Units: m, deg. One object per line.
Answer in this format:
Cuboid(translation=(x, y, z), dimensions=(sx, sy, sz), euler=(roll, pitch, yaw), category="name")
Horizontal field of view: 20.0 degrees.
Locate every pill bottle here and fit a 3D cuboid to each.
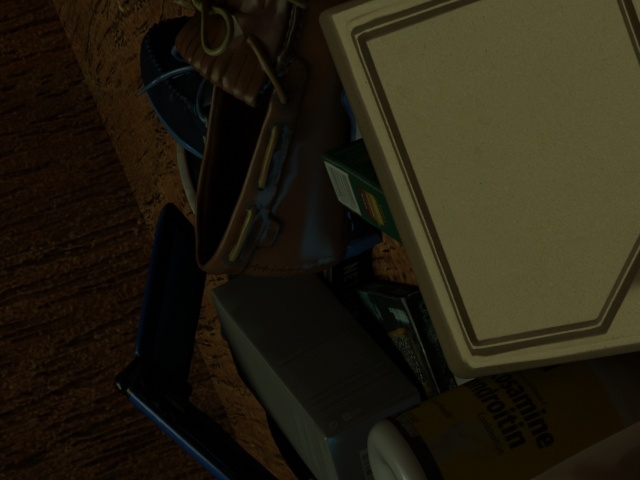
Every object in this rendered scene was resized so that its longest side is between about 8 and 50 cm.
Cuboid(translation=(0.127, 0.117, 1.024), dimensions=(0.103, 0.184, 0.103), euler=(158, 90, -79), category="pill bottle")

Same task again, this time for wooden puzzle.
Cuboid(translation=(0.119, -0.045, 0.940), dimensions=(0.238, 0.044, 0.221), euler=(-12, 101, 47), category="wooden puzzle")

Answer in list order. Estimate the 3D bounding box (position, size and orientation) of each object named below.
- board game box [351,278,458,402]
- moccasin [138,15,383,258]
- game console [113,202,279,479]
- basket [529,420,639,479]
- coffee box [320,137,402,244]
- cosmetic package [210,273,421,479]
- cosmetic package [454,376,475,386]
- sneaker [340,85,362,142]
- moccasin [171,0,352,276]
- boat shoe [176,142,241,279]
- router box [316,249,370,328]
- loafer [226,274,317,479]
Cuboid(translation=(0.081, 0.099, 1.610), dimensions=(0.186, 0.026, 0.126), euler=(-172, 61, -77), category="board game box")
Cuboid(translation=(-0.046, -0.121, 1.592), dimensions=(0.342, 0.137, 0.117), euler=(40, 150, 37), category="moccasin")
Cuboid(translation=(-0.097, 0.123, 1.836), dimensions=(0.250, 0.173, 0.293), euler=(40, 177, 9), category="game console")
Cuboid(translation=(0.190, 0.140, 0.837), dimensions=(0.113, 0.167, 0.103), euler=(61, 171, 31), category="basket")
Cuboid(translation=(0.080, -0.040, 1.130), dimensions=(0.184, 0.113, 0.040), euler=(-147, 37, -68), category="coffee box")
Cuboid(translation=(0.000, 0.129, 1.672), dimensions=(0.238, 0.107, 0.127), euler=(53, 164, 44), category="cosmetic package")
Cuboid(translation=(0.141, 0.118, 1.282), dimensions=(0.099, 0.060, 0.239), euler=(-167, 56, -75), category="cosmetic package")
Cuboid(translation=(0.053, -0.092, 1.306), dimensions=(0.059, 0.053, 0.144), euler=(24, 153, 25), category="sneaker")
Cuboid(translation=(-0.049, -0.144, 1.343), dimensions=(0.139, 0.147, 0.380), euler=(-121, 29, -48), category="moccasin")
Cuboid(translation=(-0.060, 0.008, 1.945), dimensions=(0.302, 0.091, 0.114), euler=(64, -164, 10), category="boat shoe")
Cuboid(translation=(0.000, 0.000, 1.743), dimensions=(0.133, 0.046, 0.179), euler=(60, 167, 27), category="router box")
Cuboid(translation=(-0.015, 0.139, 2.006), dimensions=(0.095, 0.109, 0.302), euler=(45, -157, -67), category="loafer")
